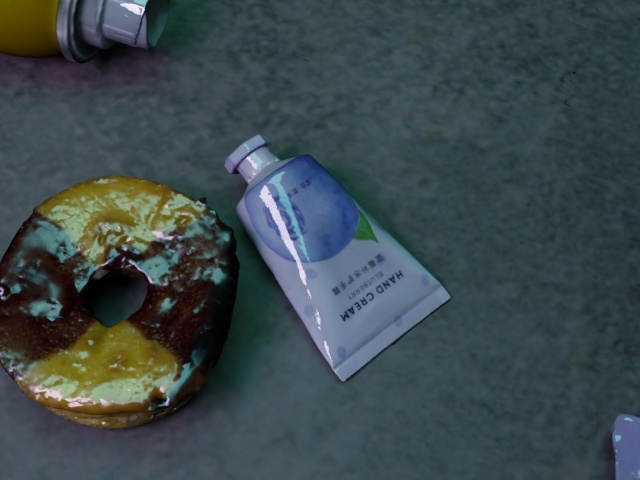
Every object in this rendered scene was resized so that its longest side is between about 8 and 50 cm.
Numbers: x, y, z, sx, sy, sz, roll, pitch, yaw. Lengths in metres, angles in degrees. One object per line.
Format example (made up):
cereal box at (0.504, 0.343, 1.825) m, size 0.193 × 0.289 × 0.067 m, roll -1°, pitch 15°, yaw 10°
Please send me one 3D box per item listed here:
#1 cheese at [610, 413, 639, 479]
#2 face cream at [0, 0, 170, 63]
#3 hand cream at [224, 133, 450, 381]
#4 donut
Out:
cheese at (0.165, 0.182, 0.605) m, size 0.105 × 0.042 × 0.191 m, roll 24°, pitch 61°, yaw 8°
face cream at (-0.257, -0.190, 0.750) m, size 0.348 × 0.105 × 0.105 m, roll 21°, pitch 61°, yaw 7°
hand cream at (0.000, 0.000, 0.697) m, size 0.084 × 0.053 × 0.142 m, roll -35°, pitch 79°, yaw -22°
donut at (-0.106, 0.037, 0.657) m, size 0.140 × 0.059 × 0.140 m, roll 2°, pitch 61°, yaw -3°
